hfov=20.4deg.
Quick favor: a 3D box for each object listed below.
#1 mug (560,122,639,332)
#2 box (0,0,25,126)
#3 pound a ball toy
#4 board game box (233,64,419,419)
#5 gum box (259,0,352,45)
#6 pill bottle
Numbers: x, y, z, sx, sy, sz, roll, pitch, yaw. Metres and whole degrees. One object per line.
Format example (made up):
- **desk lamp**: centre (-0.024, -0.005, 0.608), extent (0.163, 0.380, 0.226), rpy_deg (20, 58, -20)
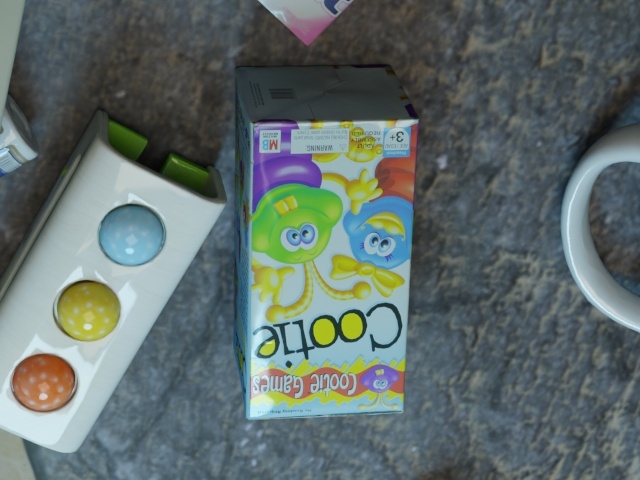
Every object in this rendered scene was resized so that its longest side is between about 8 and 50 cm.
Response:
- **mug**: centre (0.394, 0.001, 1.559), extent (0.374, 0.276, 0.328), rpy_deg (7, 125, 22)
- **box**: centre (-0.298, -0.140, 1.413), extent (0.094, 0.113, 0.275), rpy_deg (12, 90, -20)
- **pound a ball toy**: centre (-0.248, 0.044, 1.539), extent (0.208, 0.136, 0.319), rpy_deg (27, 107, -18)
- **board game box**: centre (0.000, 0.000, 1.548), extent (0.142, 0.144, 0.275), rpy_deg (-1, 115, -8)
- **gum box**: centre (-0.042, -0.267, 1.467), extent (0.107, 0.062, 0.188), rpy_deg (-44, 112, 12)
- **pill bottle**: centre (-0.307, -0.073, 1.515), extent (0.120, 0.067, 0.067), rpy_deg (-28, 115, 5)
